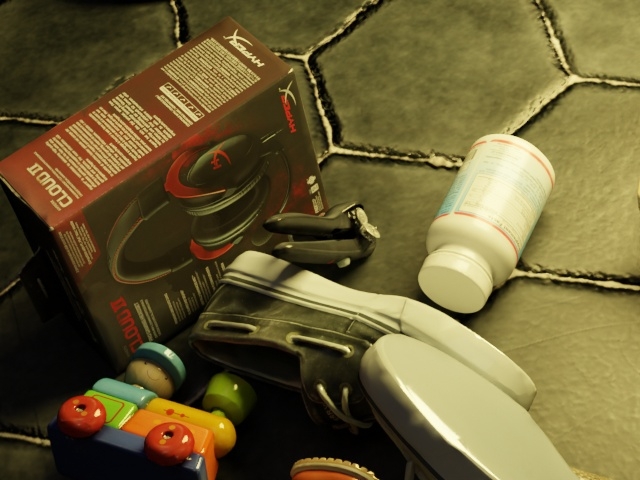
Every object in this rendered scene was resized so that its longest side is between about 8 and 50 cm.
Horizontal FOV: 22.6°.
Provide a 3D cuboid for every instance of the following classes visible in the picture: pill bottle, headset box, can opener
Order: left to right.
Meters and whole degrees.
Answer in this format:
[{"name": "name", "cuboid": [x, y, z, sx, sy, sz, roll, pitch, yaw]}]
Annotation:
[{"name": "headset box", "cuboid": [-0.149, -0.032, 1.472, 0.293, 0.218, 0.110, -35, 51, -17]}, {"name": "can opener", "cuboid": [0.000, 0.000, 1.459, 0.073, 0.186, 0.059, -32, 82, 20]}, {"name": "pill bottle", "cuboid": [0.150, -0.014, 1.474, 0.087, 0.087, 0.160, 14, 56, 24]}]

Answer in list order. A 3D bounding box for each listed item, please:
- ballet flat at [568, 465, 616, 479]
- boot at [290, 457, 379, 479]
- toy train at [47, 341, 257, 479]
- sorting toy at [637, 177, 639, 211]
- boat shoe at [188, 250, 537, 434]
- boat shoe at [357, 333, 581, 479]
[{"name": "ballet flat", "cuboid": [0.229, 0.221, 1.282, 0.249, 0.058, 0.084, 6, 90, 24]}, {"name": "boot", "cuboid": [0.031, 0.235, 1.313, 0.158, 0.059, 0.085, 20, 63, 26]}, {"name": "toy train", "cuboid": [-0.096, 0.172, 1.376, 0.248, 0.105, 0.143, 13, 41, 23]}, {"name": "sorting toy", "cuboid": [0.438, -0.096, 1.474, 0.255, 0.089, 0.257, 5, 52, 17]}, {"name": "boat shoe", "cuboid": [0.028, 0.113, 1.392, 0.335, 0.121, 0.119, 17, 63, 38]}, {"name": "boat shoe", "cuboid": [0.139, 0.240, 1.220, 0.367, 0.156, 0.136, 43, 25, 18]}]
